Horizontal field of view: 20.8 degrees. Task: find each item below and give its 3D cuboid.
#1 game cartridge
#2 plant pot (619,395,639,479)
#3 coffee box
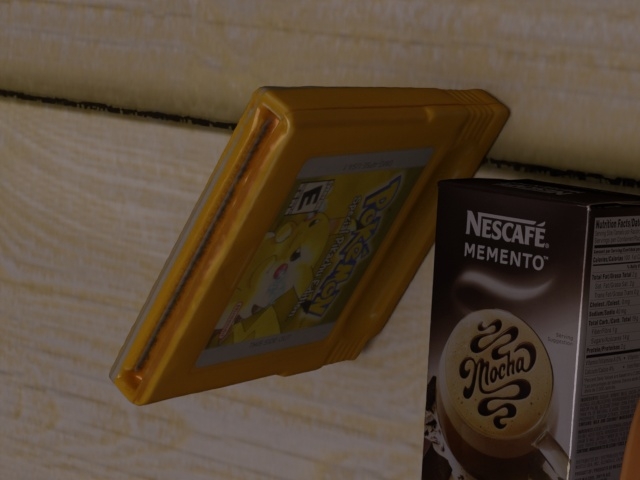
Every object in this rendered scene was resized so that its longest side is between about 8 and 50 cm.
[{"bbox_3d":[0.000,0.000,1.454,0.052,0.323,0.285,42,117,27],"label":"game cartridge"},{"bbox_3d":[0.331,0.254,1.293,0.203,0.291,0.291,5,98,17],"label":"plant pot"},{"bbox_3d":[0.184,0.103,1.442,0.168,0.118,0.297,11,101,47],"label":"coffee box"}]
